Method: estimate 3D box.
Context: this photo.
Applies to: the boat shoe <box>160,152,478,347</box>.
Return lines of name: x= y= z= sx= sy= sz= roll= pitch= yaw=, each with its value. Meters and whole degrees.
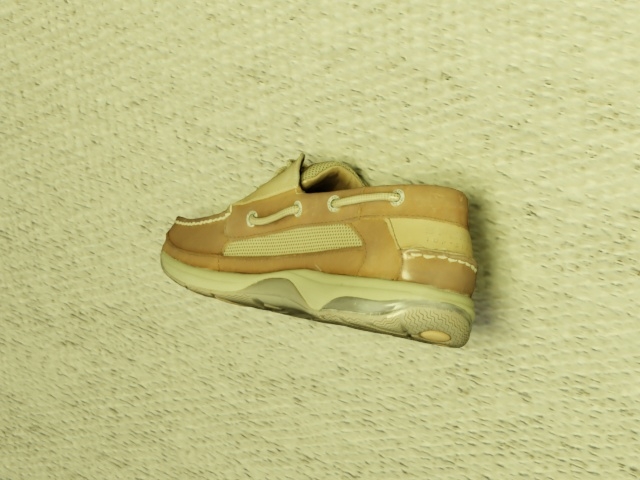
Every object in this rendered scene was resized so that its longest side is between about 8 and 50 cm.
boat shoe: x=0.000 y=0.000 z=1.165 sx=0.324 sy=0.123 sz=0.116 roll=8 pitch=85 yaw=49
